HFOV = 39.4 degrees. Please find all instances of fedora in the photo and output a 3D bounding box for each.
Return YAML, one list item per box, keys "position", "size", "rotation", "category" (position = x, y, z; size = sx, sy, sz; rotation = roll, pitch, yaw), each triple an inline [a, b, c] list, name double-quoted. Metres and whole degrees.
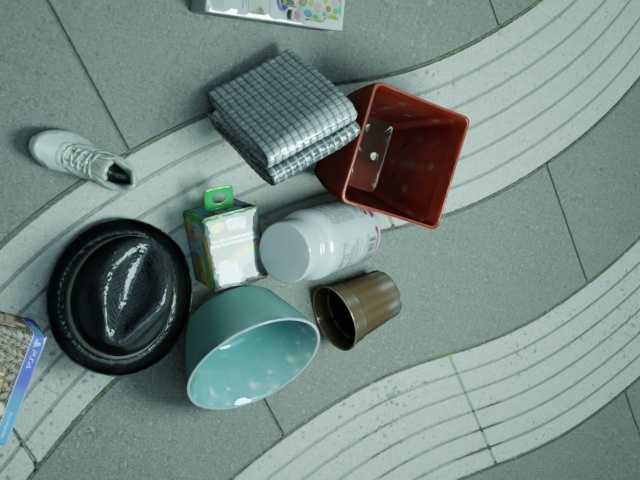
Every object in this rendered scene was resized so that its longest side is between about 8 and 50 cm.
- position: [-0.398, 0.108, 1.825]
  size: [0.334, 0.152, 0.333]
  rotation: [4, 79, -20]
  category: "fedora"

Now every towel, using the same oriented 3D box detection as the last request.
- position: [-0.084, -0.259, 1.909]
  size: [0.235, 0.283, 0.121]
  rotation: [-32, 139, -15]
  category: "towel"

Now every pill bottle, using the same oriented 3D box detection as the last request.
- position: [0.000, 0.000, 1.998]
  size: [0.283, 0.160, 0.160]
  rotation: [-18, 110, -55]
  category: "pill bottle"

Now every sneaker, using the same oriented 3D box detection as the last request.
- position: [-0.467, -0.161, 1.802]
  size: [0.232, 0.115, 0.090]
  rotation: [18, 91, -30]
  category: "sneaker"

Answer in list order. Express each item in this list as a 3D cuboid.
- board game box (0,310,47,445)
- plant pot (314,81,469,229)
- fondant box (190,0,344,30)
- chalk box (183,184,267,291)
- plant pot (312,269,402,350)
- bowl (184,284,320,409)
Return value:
- position: [-0.720, 0.240, 1.730]
  size: [0.291, 0.141, 0.232]
  rotation: [20, 90, -30]
  category: "board game box"
- position: [0.136, -0.197, 2.052]
  size: [0.267, 0.236, 0.267]
  rotation: [16, 91, -30]
  category: "plant pot"
- position: [-0.104, -0.590, 1.927]
  size: [0.331, 0.096, 0.238]
  rotation: [1, 99, -28]
  category: "fondant box"
- position: [-0.213, -0.015, 1.961]
  size: [0.133, 0.132, 0.212]
  rotation: [-14, 105, -24]
  category: "chalk box"
- position: [0.095, 0.158, 2.152]
  size: [0.165, 0.167, 0.166]
  rotation: [-23, 110, -31]
  category: "plant pot"
- position: [-0.174, 0.215, 1.968]
  size: [0.312, 0.163, 0.311]
  rotation: [-20, 144, -15]
  category: "bowl"
